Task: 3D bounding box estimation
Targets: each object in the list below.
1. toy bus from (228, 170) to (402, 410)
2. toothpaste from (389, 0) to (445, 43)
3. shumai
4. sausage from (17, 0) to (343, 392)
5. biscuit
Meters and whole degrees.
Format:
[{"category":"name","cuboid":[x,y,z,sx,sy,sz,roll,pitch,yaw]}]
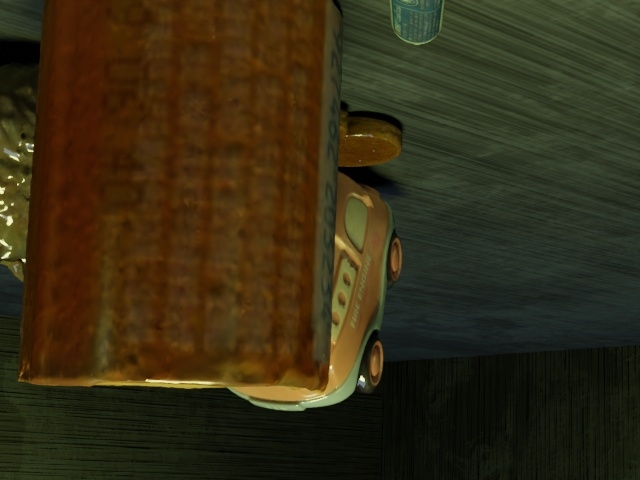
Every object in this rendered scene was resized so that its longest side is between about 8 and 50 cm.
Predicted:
[{"category":"toy bus","cuboid":[-0.035,0.037,1.234,0.194,0.288,0.232,2,153,22]},{"category":"toothpaste","cuboid":[0.064,-0.174,0.721,0.057,0.035,0.197,-4,165,3]},{"category":"shumai","cuboid":[-0.259,-0.076,1.086,0.283,0.217,0.346,33,180,40]},{"category":"sausage","cuboid":[-0.099,-0.034,0.816,0.233,0.287,0.233,2,173,0]},{"category":"biscuit","cuboid":[0.007,-0.105,1.086,0.124,0.026,0.175,-9,164,39]}]
